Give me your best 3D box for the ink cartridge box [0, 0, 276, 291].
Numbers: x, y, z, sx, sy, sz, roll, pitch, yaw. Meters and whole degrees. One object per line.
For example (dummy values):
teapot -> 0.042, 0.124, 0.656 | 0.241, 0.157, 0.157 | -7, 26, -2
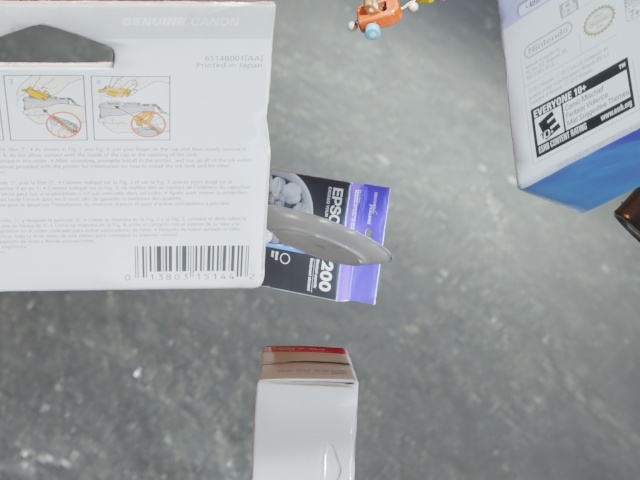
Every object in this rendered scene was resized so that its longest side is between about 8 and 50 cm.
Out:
ink cartridge box -> -0.182, -0.073, 0.978 | 0.296, 0.261, 0.066 | -1, 44, -7

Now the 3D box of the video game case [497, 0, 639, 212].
video game case -> 0.207, -0.176, 0.746 | 0.061, 0.269, 0.244 | 18, 58, -37

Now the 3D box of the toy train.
toy train -> 0.088, -0.316, 1.711 | 0.046, 0.125, 0.166 | 61, 24, -43

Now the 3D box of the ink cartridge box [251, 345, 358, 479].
ink cartridge box -> -0.017, 0.206, 1.445 | 0.100, 0.172, 0.237 | 2, 3, -1

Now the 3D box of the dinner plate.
dinner plate -> 0.000, 0.000, 1.359 | 0.141, 0.141, 0.017 | 23, 77, -21

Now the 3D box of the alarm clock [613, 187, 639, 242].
alarm clock -> 0.386, -0.013, 1.602 | 0.129, 0.064, 0.192 | 40, 1, -21

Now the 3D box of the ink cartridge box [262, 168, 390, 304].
ink cartridge box -> 0.004, -0.005, 2.421 | 0.208, 0.206, 0.045 | 9, 8, 20
